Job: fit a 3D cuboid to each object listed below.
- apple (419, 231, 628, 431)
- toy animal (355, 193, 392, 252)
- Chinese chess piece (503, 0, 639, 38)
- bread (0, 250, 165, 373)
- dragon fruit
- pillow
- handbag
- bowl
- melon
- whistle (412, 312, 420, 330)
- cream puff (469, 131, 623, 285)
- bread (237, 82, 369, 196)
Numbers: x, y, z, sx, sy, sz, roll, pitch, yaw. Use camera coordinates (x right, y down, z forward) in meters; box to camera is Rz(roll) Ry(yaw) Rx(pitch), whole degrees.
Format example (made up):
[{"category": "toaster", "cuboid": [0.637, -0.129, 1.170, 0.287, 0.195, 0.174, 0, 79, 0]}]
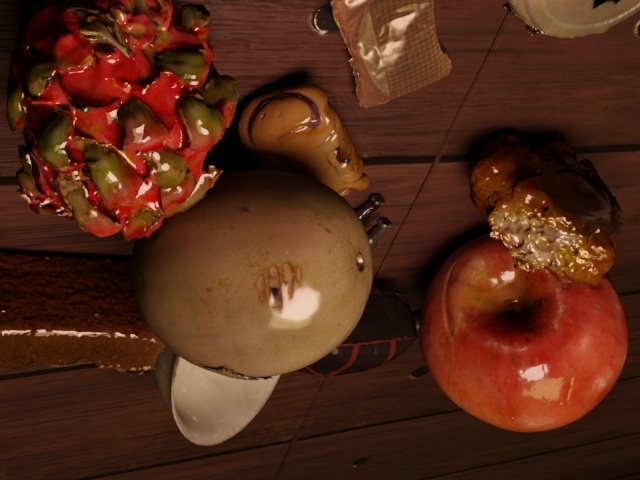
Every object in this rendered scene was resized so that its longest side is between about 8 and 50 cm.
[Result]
[{"category": "apple", "cuboid": [0.357, 0.164, 1.469, 0.364, 0.364, 0.364, -14, 146, -10]}, {"category": "toy animal", "cuboid": [0.002, -0.006, 1.263, 0.269, 0.082, 0.137, -10, 148, -40]}, {"category": "Chinese chess piece", "cuboid": [0.322, -0.346, 0.979, 0.238, 0.092, 0.238, -15, 147, -10]}, {"category": "bread", "cuboid": [-0.429, 0.098, 1.144, 0.416, 0.165, 0.113, 6, 133, -33]}, {"category": "dragon fruit", "cuboid": [-0.209, -0.130, 0.876, 0.231, 0.237, 0.302, -1, 134, -20]}, {"category": "pillow", "cuboid": [0.091, -0.254, 1.038, 0.135, 0.034, 0.211, -21, 145, 4]}, {"category": "handbag", "cuboid": [0.045, 0.163, 1.493, 0.215, 0.155, 0.169, -1, 156, -31]}, {"category": "bowl", "cuboid": [-0.182, 0.157, 1.342, 0.313, 0.146, 0.313, -37, 137, -45]}, {"category": "melon", "cuboid": [-0.095, 0.045, 1.061, 0.330, 0.268, 0.268, -6, 154, 27]}, {"category": "whistle", "cuboid": [0.264, 0.153, 1.699, 0.186, 0.039, 0.039, -12, 145, -15]}, {"category": "cream puff", "cuboid": [0.354, -0.049, 1.270, 0.241, 0.269, 0.155, -10, 158, -34]}, {"category": "bread", "cuboid": [-0.021, -0.122, 1.123, 0.134, 0.081, 0.225, -19, 149, 7]}]
